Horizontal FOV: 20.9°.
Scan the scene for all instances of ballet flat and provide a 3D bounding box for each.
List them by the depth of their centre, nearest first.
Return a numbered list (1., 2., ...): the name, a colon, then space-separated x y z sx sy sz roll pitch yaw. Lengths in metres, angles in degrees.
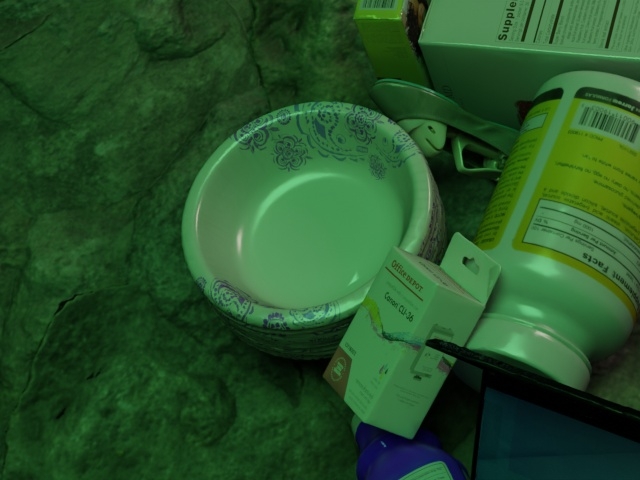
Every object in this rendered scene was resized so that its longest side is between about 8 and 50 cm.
1. ballet flat: 0.146 -0.115 1.927 0.072 0.213 0.068 -28 47 56

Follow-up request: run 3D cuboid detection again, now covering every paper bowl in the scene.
1. paper bowl: 0.000 0.000 1.918 0.284 0.148 0.284 -8 58 12

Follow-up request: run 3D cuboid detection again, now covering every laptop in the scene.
1. laptop: 0.223 0.207 1.636 0.234 0.264 0.136 19 86 26

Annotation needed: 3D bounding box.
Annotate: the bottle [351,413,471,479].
1. bottle: 0.100 0.268 1.726 0.118 0.092 0.283 -34 37 6

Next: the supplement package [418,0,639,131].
1. supplement package: 0.284 -0.225 1.946 0.293 0.177 0.175 7 61 22

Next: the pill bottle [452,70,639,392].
1. pill bottle: 0.258 0.005 1.810 0.188 0.188 0.334 15 66 25

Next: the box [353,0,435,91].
1. box: 0.097 -0.212 1.963 0.058 0.232 0.087 3 61 18

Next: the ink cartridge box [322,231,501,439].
1. ink cartridge box: 0.091 0.084 1.745 0.198 0.067 0.115 -62 29 8
